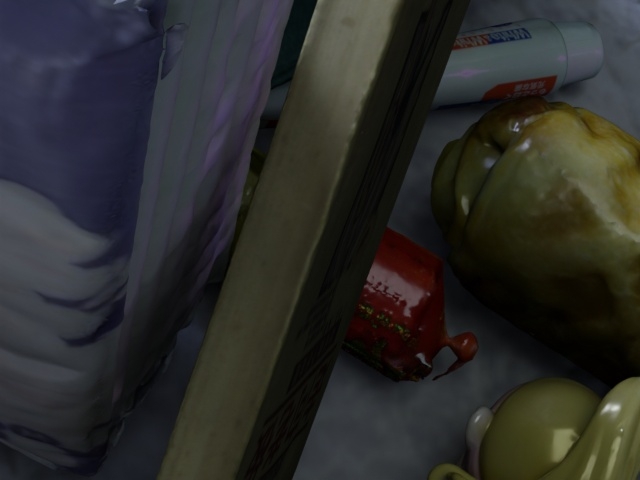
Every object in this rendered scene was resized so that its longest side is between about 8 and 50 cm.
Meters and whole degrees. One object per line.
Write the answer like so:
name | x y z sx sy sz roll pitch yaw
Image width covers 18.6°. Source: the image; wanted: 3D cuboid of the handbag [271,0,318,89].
handbag | -0.046 -0.183 0.759 0.274 0.100 0.269 -28 71 -37

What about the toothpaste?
toothpaste | 0.016 -0.062 0.781 0.218 0.052 0.033 -11 85 -24

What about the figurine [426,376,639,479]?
figurine | 0.056 0.118 0.714 0.187 0.083 0.083 -42 87 -16

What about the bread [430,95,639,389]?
bread | 0.161 0.037 0.760 0.269 0.087 0.098 33 29 -4

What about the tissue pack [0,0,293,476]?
tissue pack | -0.136 -0.069 0.557 0.242 0.344 0.125 28 64 3

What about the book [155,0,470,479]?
book | 0.000 0.000 0.632 0.026 0.161 0.231 21 103 8

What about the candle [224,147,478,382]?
candle | 0.004 0.011 0.746 0.130 0.052 0.052 32 64 -6
